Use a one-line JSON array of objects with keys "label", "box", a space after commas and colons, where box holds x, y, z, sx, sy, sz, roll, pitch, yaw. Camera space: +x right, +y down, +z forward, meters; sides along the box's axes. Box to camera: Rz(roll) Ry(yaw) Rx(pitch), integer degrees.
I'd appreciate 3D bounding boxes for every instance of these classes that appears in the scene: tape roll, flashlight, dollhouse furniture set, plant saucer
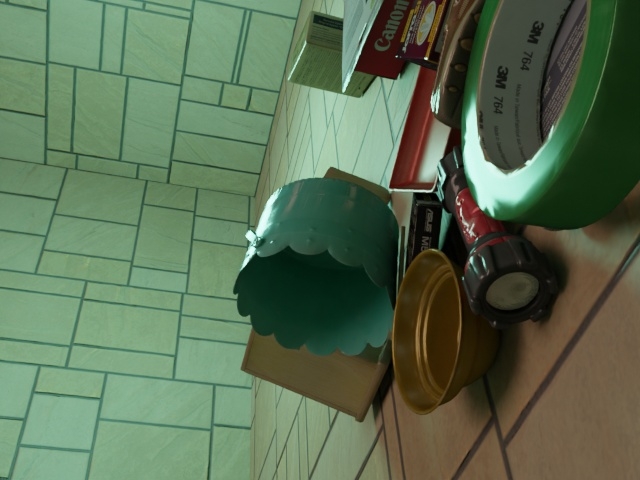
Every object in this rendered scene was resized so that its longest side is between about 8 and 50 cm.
[{"label": "tape roll", "box": [0.233, -0.173, 0.786, 0.321, 0.077, 0.321, -172, 90, -79]}, {"label": "flashlight", "box": [0.207, -0.021, 1.017, 0.103, 0.103, 0.304, -47, 26, 25]}, {"label": "dollhouse furniture set", "box": [0.040, 0.126, 1.629, 0.394, 0.256, 0.362, -62, -8, -51]}, {"label": "plant saucer", "box": [0.193, -0.197, 1.293, 0.258, 0.048, 0.259, -159, 83, -79]}]

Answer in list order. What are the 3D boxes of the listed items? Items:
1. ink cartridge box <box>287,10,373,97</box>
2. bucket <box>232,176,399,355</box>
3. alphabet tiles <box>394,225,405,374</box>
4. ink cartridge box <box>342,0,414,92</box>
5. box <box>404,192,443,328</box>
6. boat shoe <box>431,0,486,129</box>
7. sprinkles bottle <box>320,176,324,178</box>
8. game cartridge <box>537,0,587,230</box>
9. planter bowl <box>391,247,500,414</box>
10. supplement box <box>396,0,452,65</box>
[{"label": "ink cartridge box", "box": [0.038, -0.439, 1.929, 0.235, 0.193, 0.088, 138, 141, -72]}, {"label": "bucket", "box": [0.002, 0.043, 1.332, 0.281, 0.281, 0.183, 111, 174, -49]}, {"label": "alphabet tiles", "box": [0.131, 0.118, 1.341, 0.237, 0.009, 0.198, 82, -169, -62]}, {"label": "ink cartridge box", "box": [0.141, -0.474, 1.600, 0.309, 0.130, 0.272, 117, 159, -60]}, {"label": "box", "box": [0.154, 0.024, 1.236, 0.190, 0.045, 0.184, -58, -29, -80]}, {"label": "boat shoe", "box": [0.220, -0.288, 1.010, 0.324, 0.123, 0.116, -65, 22, -1]}, {"label": "sprinkles bottle", "box": [0.000, 0.000, 1.983, 0.355, 0.121, 0.121, 111, 163, -48]}, {"label": "game cartridge", "box": [0.286, -0.180, 0.854, 0.198, 0.062, 0.297, -87, 11, -45]}, {"label": "planter bowl", "box": [0.176, 0.122, 1.067, 0.217, 0.090, 0.217, -174, 90, -73]}, {"label": "supplement box", "box": [0.180, -0.300, 1.161, 0.188, 0.081, 0.104, -121, 47, -75]}]
